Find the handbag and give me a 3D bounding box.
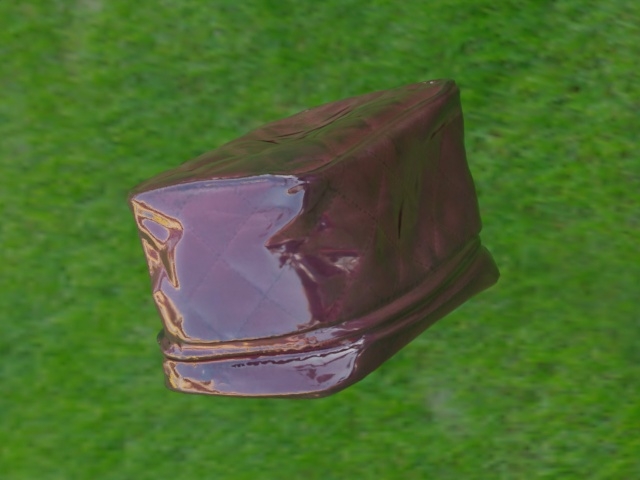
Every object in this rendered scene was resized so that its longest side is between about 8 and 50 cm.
[{"bbox_3d":[0.000,0.000,1.079,0.146,0.225,0.135,-5,106,30],"label":"handbag"}]
